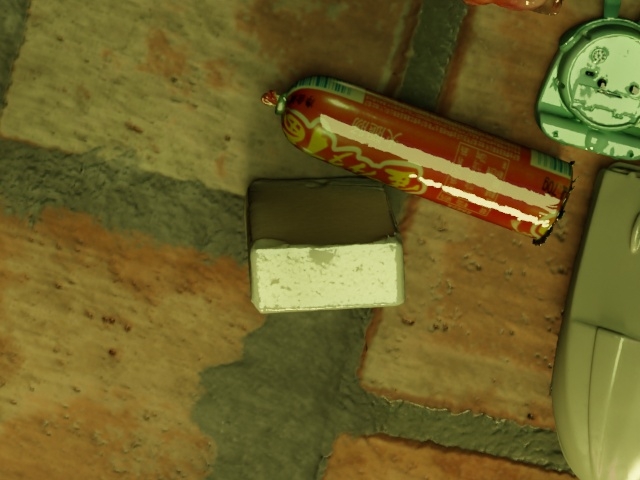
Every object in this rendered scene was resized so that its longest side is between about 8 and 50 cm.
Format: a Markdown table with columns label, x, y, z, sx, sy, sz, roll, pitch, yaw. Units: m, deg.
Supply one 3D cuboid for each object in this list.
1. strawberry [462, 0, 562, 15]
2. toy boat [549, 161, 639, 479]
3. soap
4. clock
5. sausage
| label | x | y | z | sx | sy | sz | roll | pitch | yaw |
| --- | --- | --- | --- | --- | --- | --- | --- | --- | --- |
| strawberry | 0.168 | -0.319 | 1.388 | 0.265 | 0.149 | 0.336 | -8 | 130 | -17 |
| toy boat | 0.274 | 0.073 | 1.591 | 0.141 | 0.141 | 0.269 | 3 | 107 | -3 |
| soap | 0.000 | 0.000 | 1.519 | 0.121 | 0.183 | 0.064 | -3 | 108 | -2 |
| clock | 0.239 | -0.139 | 1.559 | 0.101 | 0.041 | 0.135 | 13 | 107 | -7 |
| sausage | 0.076 | -0.075 | 1.558 | 0.264 | 0.083 | 0.083 | 20 | 106 | -6 |
